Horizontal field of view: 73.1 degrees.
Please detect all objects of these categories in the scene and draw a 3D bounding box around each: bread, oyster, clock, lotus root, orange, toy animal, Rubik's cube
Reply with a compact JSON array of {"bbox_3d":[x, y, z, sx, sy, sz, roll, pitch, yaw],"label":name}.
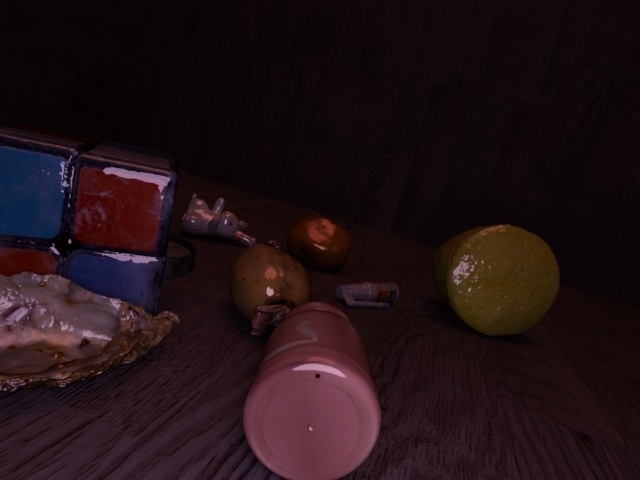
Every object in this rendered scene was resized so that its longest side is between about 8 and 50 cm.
[{"bbox_3d":[0.549,0.114,1.402,0.348,0.348,0.308,15,4,-1],"label":"bread"},{"bbox_3d":[-0.409,0.148,0.615,0.396,0.111,0.204,11,29,-20],"label":"oyster"},{"bbox_3d":[-0.479,0.025,1.182,0.280,0.055,0.280,14,12,-3],"label":"clock"},{"bbox_3d":[-0.105,0.113,0.950,0.182,0.183,0.310,10,16,-22],"label":"lotus root"},{"bbox_3d":[0.000,0.000,1.593,0.248,0.183,0.249,14,9,-2],"label":"orange"},{"bbox_3d":[-0.364,-0.071,1.575,0.282,0.138,0.141,9,43,-7],"label":"toy animal"},{"bbox_3d":[-0.451,-0.031,0.822,0.313,0.319,0.316,9,11,-21],"label":"Rubik's cube"}]

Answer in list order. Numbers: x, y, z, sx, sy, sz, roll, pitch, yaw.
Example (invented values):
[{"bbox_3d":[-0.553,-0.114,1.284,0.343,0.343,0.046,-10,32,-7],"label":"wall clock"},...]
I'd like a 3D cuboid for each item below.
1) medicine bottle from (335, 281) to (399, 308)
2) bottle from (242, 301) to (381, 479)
[{"bbox_3d":[0.149,0.167,1.304,0.220,0.061,0.092,6,33,-35],"label":"medicine bottle"},{"bbox_3d":[-0.023,0.187,0.655,0.206,0.173,0.297,22,11,-3],"label":"bottle"}]
